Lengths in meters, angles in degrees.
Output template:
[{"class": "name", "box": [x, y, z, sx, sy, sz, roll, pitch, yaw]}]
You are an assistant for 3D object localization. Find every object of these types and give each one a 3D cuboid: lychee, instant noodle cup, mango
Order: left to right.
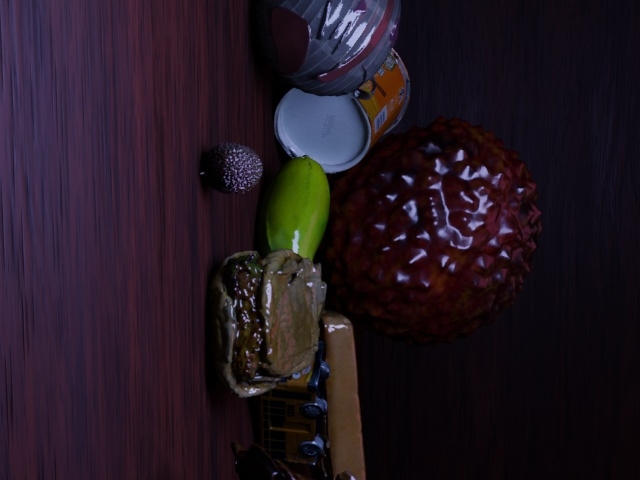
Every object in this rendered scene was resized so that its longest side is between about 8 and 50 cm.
[{"class": "lychee", "box": [-0.107, -0.085, 1.173, 0.067, 0.083, 0.068, 53, -42, 25]}, {"class": "mango", "box": [-0.044, -0.025, 1.533, 0.125, 0.111, 0.232, 67, 25, -62]}, {"class": "instant noodle cup", "box": [0.027, -0.234, 1.708, 0.182, 0.230, 0.230, -64, 156, -52]}, {"class": "lychee", "box": [0.178, -0.001, 1.818, 0.500, 0.425, 0.424, -47, -161, 32]}]

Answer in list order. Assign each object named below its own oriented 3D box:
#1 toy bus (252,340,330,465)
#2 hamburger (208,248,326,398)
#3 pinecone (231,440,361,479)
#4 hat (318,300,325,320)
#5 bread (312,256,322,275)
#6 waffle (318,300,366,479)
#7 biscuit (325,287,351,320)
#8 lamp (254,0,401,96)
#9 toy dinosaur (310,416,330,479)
[{"class": "toy bus", "box": [-0.046, 0.248, 1.512, 0.098, 0.114, 0.201, -81, 174, -48]}, {"class": "hamburger", "box": [-0.083, 0.103, 1.270, 0.206, 0.130, 0.183, -5, 94, -64]}, {"class": "pinecone", "box": [-0.051, 0.361, 0.972, 0.298, 0.242, 0.295, 73, 28, -72]}, {"class": "hat", "box": [-0.066, 0.106, 1.585, 0.146, 0.067, 0.146, -27, 133, -33]}, {"class": "bread", "box": [0.000, 0.000, 1.990, 0.094, 0.083, 0.157, 61, 39, -77]}, {"class": "waffle", "box": [0.017, 0.290, 1.816, 0.304, 0.078, 0.348, -159, -116, -80]}, {"class": "biscuit", "box": [0.027, 0.099, 2.279, 0.367, 0.063, 0.314, 55, 33, -79]}, {"class": "lamp", "box": [0.006, -0.342, 1.480, 0.233, 0.233, 0.265, 72, 33, -69]}, {"class": "toy dinosaur", "box": [-0.047, 0.347, 1.684, 0.206, 0.113, 0.327, -124, -144, -53]}]
